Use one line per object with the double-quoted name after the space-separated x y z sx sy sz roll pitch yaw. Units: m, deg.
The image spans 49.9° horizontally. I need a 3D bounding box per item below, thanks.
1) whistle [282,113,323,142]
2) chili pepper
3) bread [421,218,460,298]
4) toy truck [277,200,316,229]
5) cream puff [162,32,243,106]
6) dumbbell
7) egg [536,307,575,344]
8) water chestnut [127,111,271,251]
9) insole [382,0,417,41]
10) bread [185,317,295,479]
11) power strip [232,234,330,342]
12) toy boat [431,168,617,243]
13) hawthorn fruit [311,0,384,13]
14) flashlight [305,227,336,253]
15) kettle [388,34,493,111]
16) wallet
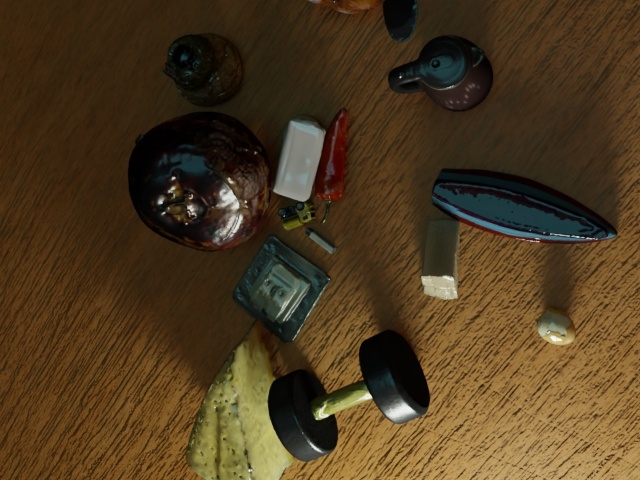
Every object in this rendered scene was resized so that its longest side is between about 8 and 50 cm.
-0.060 -0.203 1.627 0.104 0.057 0.198 28 102 16 "whistle"
0.027 -0.172 1.595 0.071 0.063 0.272 12 98 30 "chili pepper"
0.275 0.041 1.545 0.077 0.105 0.152 5 64 20 "bread"
-0.052 -0.062 1.641 0.083 0.049 0.054 -19 89 21 "toy truck"
-0.296 -0.413 1.638 0.183 0.169 0.183 2 95 18 "cream puff"
0.062 0.350 1.550 0.322 0.204 0.204 -28 85 20 "dumbbell"
0.499 0.184 1.451 0.083 0.071 0.071 31 104 12 "egg"
-0.276 -0.151 1.604 0.350 0.302 0.350 -2 122 -4 "water chestnut"
0.180 -0.564 1.543 0.080 0.003 0.232 2 95 19 "insole"
-0.145 0.407 1.607 0.279 0.248 0.315 35 118 9 "bread"
-0.107 0.120 1.666 0.198 0.064 0.213 34 103 12 "power strip"
0.427 -0.064 1.461 0.392 0.079 0.136 18 102 20 "toy boat"
0.065 -0.610 1.461 0.235 0.231 0.263 37 110 3 "hawthorn fruit"
0.000 0.000 1.642 0.083 0.018 0.018 37 106 13 "flashlight"
0.246 -0.348 1.414 0.202 0.232 0.144 -5 91 20 "kettle"
-0.048 -0.187 1.588 0.095 0.033 0.190 19 108 6 "wallet"
